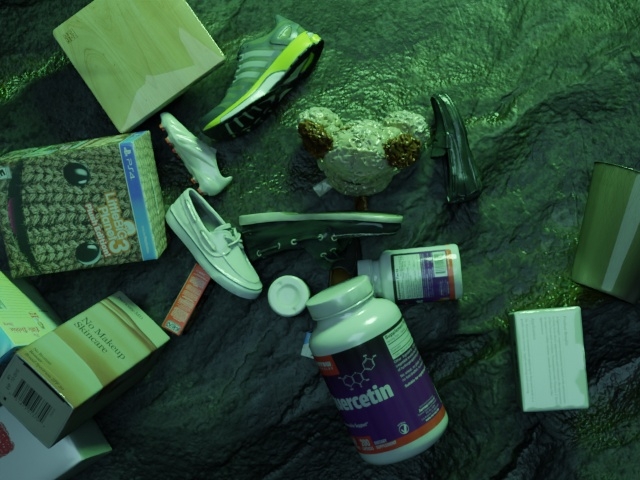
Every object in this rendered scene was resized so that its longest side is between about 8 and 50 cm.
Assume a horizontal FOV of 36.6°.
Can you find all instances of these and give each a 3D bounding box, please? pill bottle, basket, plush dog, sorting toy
[{"bbox_3d":[-0.053,0.109,1.856,0.078,0.137,0.078,-1,85,7],"label":"pill bottle"},{"bbox_3d":[0.568,-0.006,1.800,0.204,0.154,0.227,21,91,5],"label":"basket"},{"bbox_3d":[0.071,-0.157,1.821,0.262,0.225,0.210,4,85,6],"label":"plush dog"},{"bbox_3d":[-0.357,-0.383,1.954,0.255,0.089,0.257,-35,82,2],"label":"sorting toy"},{"bbox_3d":[0.171,0.068,1.851,0.193,0.108,0.108,-5,85,6],"label":"pill bottle"},{"bbox_3d":[0.095,0.235,1.778,0.181,0.181,0.323,-25,97,3],"label":"pill bottle"}]

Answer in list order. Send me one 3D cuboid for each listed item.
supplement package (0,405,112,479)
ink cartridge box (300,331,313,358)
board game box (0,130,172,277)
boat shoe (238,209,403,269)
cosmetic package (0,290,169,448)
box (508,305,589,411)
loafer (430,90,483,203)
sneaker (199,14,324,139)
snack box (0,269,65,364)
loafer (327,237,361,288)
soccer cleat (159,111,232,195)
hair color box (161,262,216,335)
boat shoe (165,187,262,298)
[{"bbox_3d":[-0.588,0.419,1.865,0.293,0.175,0.177,-34,81,2],"label":"supplement package"},{"bbox_3d":[0.008,0.212,1.895,0.083,0.028,0.048,14,87,6],"label":"ink cartridge box"},{"bbox_3d":[-0.463,-0.071,1.878,0.291,0.141,0.232,-8,105,5],"label":"board game box"},{"bbox_3d":[-0.002,0.000,1.841,0.340,0.127,0.113,-1,92,22],"label":"boat shoe"},{"bbox_3d":[-0.436,0.231,1.795,0.153,0.296,0.129,41,121,6],"label":"cosmetic package"},{"bbox_3d":[0.416,0.216,1.777,0.119,0.182,0.181,-5,84,7],"label":"box"},{"bbox_3d":[0.249,-0.180,1.880,0.078,0.076,0.223,-16,87,-4],"label":"loafer"},{"bbox_3d":[-0.133,-0.323,1.929,0.300,0.111,0.121,-44,72,-5],"label":"sneaker"},{"bbox_3d":[-0.581,0.140,1.814,0.060,0.322,0.187,-40,82,1],"label":"snack box"},{"bbox_3d":[0.046,0.054,1.888,0.062,0.061,0.170,4,85,7],"label":"loafer"},{"bbox_3d":[-0.252,-0.180,1.941,0.076,0.068,0.196,-33,90,-3],"label":"soccer cleat"},{"bbox_3d":[-0.254,0.117,1.909,0.043,0.072,0.141,29,90,7],"label":"hair color box"},{"bbox_3d":[-0.199,0.004,1.882,0.258,0.095,0.084,44,116,13],"label":"boat shoe"}]
